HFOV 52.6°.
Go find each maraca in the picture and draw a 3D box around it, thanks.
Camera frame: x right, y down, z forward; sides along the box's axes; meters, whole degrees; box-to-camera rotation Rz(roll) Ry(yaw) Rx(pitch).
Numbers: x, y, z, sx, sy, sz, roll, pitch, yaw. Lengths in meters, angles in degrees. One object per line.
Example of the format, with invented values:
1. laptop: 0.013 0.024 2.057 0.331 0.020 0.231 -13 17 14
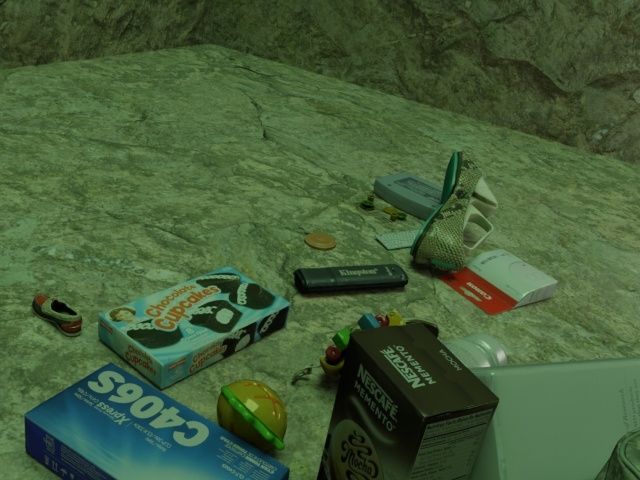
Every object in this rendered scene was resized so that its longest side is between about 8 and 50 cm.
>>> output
1. maraca: -0.102 0.266 0.978 0.127 0.099 0.186 41 -12 -3

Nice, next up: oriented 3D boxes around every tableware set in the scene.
1. tableware set: 0.186 -0.099 1.952 0.104 0.024 0.154 -9 32 -35

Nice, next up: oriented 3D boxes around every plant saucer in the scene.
1. plant saucer: 0.000 0.000 1.694 0.084 0.013 0.083 9 25 -4

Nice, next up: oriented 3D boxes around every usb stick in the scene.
1. usb stick: 0.073 0.088 1.508 0.278 0.045 0.077 -1 28 -24

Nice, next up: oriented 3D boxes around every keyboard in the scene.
1. keyboard: 0.271 -0.008 1.814 0.256 0.014 0.072 -7 31 -32

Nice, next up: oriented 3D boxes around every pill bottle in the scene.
1. pill bottle: 0.231 0.248 1.152 0.131 0.131 0.229 31 33 35

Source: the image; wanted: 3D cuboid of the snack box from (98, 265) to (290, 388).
1. snack box: -0.234 0.153 1.245 0.187 0.060 0.322 27 31 31

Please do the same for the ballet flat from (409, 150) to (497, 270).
1. ballet flat: 0.389 -0.072 1.780 0.182 0.164 0.482 21 42 10

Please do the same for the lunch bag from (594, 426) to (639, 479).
1. lunch bag: 0.409 0.376 0.780 0.256 0.304 0.212 7 26 -20

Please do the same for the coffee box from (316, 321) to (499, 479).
1. coffee box: 0.098 0.278 0.852 0.119 0.297 0.168 -5 30 -29

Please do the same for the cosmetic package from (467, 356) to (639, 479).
1. cosmetic package: 0.361 0.265 0.982 0.454 0.161 0.230 3 -13 -27

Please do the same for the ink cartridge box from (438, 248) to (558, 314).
1. ink cartridge box: 0.446 0.097 1.627 0.233 0.066 0.189 -5 30 -37

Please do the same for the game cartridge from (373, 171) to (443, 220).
1. game cartridge: 0.321 -0.133 2.042 0.294 0.060 0.196 30 29 35

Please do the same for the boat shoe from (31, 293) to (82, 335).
1. boat shoe: -0.492 0.130 1.211 0.137 0.043 0.049 27 32 32

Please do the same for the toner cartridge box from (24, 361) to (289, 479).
1. toner cartridge box: -0.233 0.309 0.915 0.348 0.075 0.165 23 29 22

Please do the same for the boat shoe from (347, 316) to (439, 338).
1. boat shoe: 0.148 0.181 1.336 0.190 0.068 0.072 2 16 -16

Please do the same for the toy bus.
1. toy bus: 0.084 0.217 1.168 0.191 0.202 0.104 -10 58 -50
